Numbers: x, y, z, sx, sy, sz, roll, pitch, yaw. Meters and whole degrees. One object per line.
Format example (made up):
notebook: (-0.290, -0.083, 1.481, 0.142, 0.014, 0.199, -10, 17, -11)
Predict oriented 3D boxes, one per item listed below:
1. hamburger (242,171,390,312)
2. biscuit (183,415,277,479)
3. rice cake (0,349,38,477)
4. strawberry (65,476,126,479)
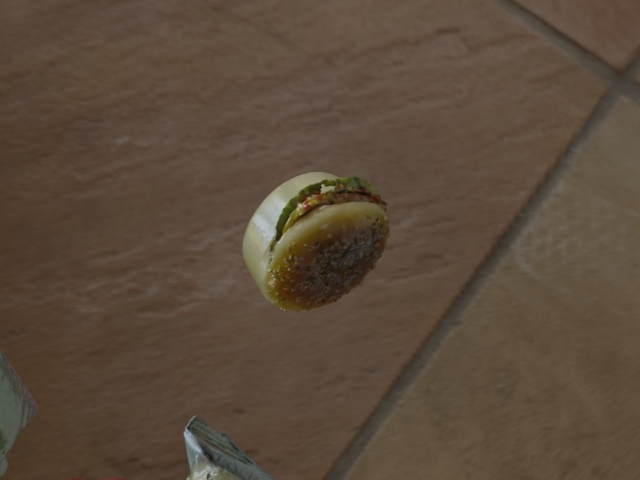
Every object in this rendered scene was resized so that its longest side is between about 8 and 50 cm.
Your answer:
hamburger: (0.000, 0.000, 1.405, 0.081, 0.126, 0.141, 45, 118, 36)
biscuit: (-0.117, 0.361, 1.836, 0.186, 0.309, 0.079, 36, 136, -16)
rice cake: (-0.209, 0.042, 0.821, 0.042, 0.222, 0.080, 9, 48, 34)
strawberry: (-0.082, 0.197, 0.368, 0.257, 0.257, 0.277, -32, 90, 15)
